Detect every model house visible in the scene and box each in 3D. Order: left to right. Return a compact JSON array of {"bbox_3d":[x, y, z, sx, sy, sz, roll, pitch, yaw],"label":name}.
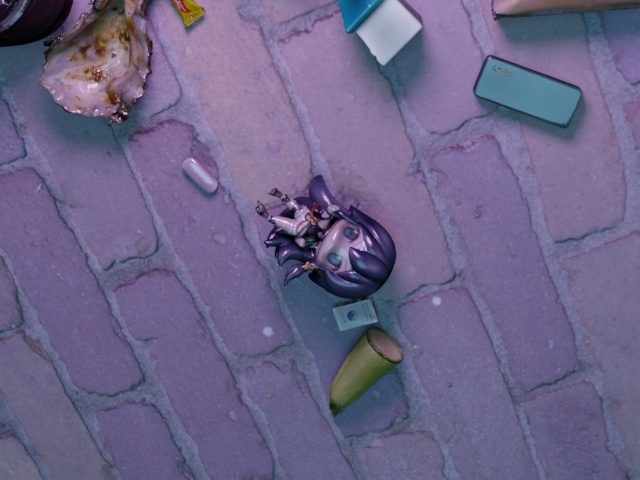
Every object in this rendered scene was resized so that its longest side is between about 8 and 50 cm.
[{"bbox_3d":[0.095,-0.398,1.578,0.149,0.127,0.100,44,109,-12],"label":"model house"}]

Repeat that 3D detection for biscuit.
[{"bbox_3d":[-0.313,-0.523,1.644,0.048,0.026,0.292,-31,102,24],"label":"biscuit"}]

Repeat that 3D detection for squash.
[{"bbox_3d":[0.078,0.286,1.859,0.094,0.094,0.224,32,117,-4],"label":"squash"}]

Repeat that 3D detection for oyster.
[{"bbox_3d":[-0.391,-0.383,1.636,0.198,0.133,0.337,14,117,-21],"label":"oyster"}]

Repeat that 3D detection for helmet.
[{"bbox_3d":[-0.573,-0.462,1.620,0.305,0.177,0.224,15,105,30],"label":"helmet"}]

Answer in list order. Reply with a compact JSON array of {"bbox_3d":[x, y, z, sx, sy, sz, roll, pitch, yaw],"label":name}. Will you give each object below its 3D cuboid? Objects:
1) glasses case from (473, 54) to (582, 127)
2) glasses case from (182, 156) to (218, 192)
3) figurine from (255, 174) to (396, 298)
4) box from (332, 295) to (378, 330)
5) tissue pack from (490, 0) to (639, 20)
[{"bbox_3d":[0.374,-0.270,1.632,0.184,0.039,0.077,20,111,0],"label":"glasses case"},{"bbox_3d":[-0.238,-0.129,1.777,0.083,0.021,0.032,44,107,-9],"label":"glasses case"},{"bbox_3d":[0.016,0.000,1.701,0.265,0.197,0.175,44,112,13],"label":"figurine"},{"bbox_3d":[0.071,0.148,1.835,0.083,0.024,0.054,-15,109,12],"label":"box"},{"bbox_3d":[0.413,-0.488,1.505,0.257,0.123,0.215,-2,111,10],"label":"tissue pack"}]
